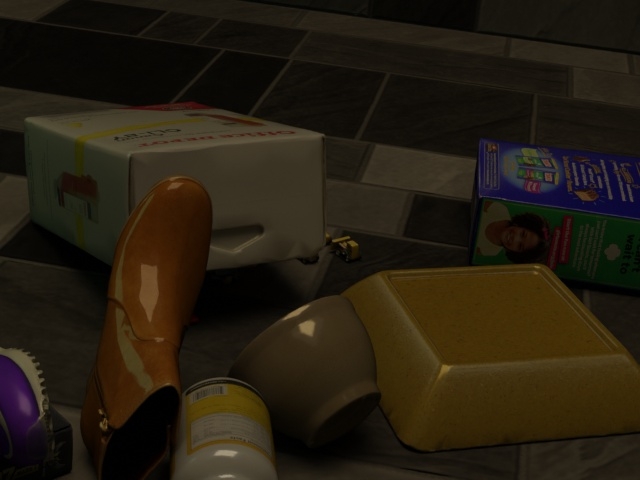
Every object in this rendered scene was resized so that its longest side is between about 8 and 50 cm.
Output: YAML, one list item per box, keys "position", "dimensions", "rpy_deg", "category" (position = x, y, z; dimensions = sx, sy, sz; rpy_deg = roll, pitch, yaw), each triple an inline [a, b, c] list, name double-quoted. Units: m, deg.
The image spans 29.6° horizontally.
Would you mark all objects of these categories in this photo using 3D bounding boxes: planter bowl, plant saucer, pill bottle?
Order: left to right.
- position: [-0.093, 0.219, 1.163]
  dimensions: [0.103, 0.103, 0.184]
  rpy_deg: [2, 26, -8]
  category: "pill bottle"
- position: [-0.003, 0.151, 1.291]
  dimensions: [0.162, 0.162, 0.109]
  rpy_deg: [-17, 59, -39]
  category: "planter bowl"
- position: [0.209, 0.117, 1.473]
  dimensions: [0.332, 0.081, 0.333]
  rpy_deg: [-2, 26, -17]
  category: "plant saucer"

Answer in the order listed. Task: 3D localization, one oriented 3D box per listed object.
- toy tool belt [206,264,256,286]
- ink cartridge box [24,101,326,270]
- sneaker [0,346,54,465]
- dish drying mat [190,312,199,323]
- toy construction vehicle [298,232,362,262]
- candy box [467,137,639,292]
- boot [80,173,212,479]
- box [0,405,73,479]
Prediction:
- position: [-0.130, 0.034, 1.611]
  dimensions: [0.083, 0.052, 0.051]
  rpy_deg: [-15, 23, -35]
  category: "toy tool belt"
- position: [-0.201, -0.081, 1.625]
  dimensions: [0.279, 0.160, 0.384]
  rpy_deg: [-9, 16, -30]
  category: "ink cartridge box"
- position: [-0.364, 0.145, 1.144]
  dimensions: [0.146, 0.102, 0.293]
  rpy_deg: [-18, 30, -35]
  category: "sneaker"
- position: [-0.195, 0.100, 1.507]
  dimensions: [0.083, 0.008, 0.032]
  rpy_deg: [-8, 27, -25]
  category: "dish drying mat"
- position: [0.000, 0.000, 1.729]
  dimensions: [0.086, 0.035, 0.098]
  rpy_deg: [-11, 30, -32]
  category: "toy construction vehicle"
- position: [0.384, -0.040, 1.796]
  dimensions: [0.317, 0.122, 0.268]
  rpy_deg: [7, 24, 6]
  category: "candy box"
- position: [-0.161, 0.095, 1.208]
  dimensions: [0.104, 0.295, 0.211]
  rpy_deg: [18, 11, -22]
  category: "boot"
- position: [-0.387, 0.184, 1.227]
  dimensions: [0.183, 0.059, 0.232]
  rpy_deg: [-15, 32, -38]
  category: "box"
